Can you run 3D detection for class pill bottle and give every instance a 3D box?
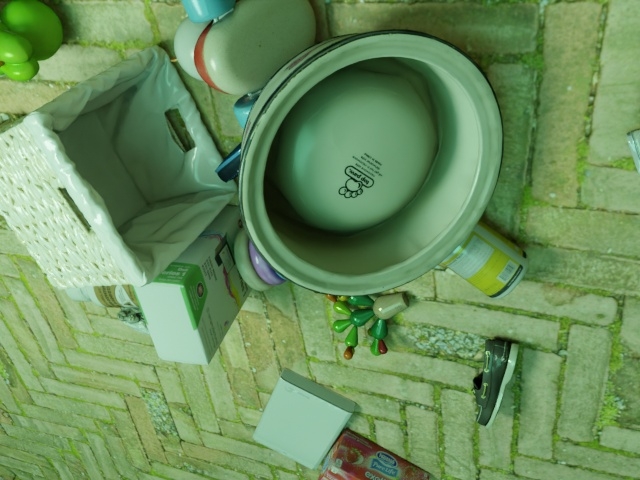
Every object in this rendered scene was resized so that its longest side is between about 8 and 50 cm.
[{"bbox_3d":[0.269,0.015,1.055,0.184,0.103,0.103,35,130,-4],"label":"pill bottle"},{"bbox_3d":[-0.474,0.092,1.387,0.229,0.131,0.131,-2,123,16],"label":"pill bottle"}]

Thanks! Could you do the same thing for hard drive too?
[{"bbox_3d":[-0.052,0.482,1.569,0.203,0.040,0.307,26,130,3],"label":"hard drive"}]

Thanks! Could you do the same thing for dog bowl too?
[{"bbox_3d":[0.063,-0.123,0.903,0.408,0.150,0.408,-10,122,-16],"label":"dog bowl"}]

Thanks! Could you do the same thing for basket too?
[{"bbox_3d":[-0.387,-0.126,1.090,0.266,0.331,0.328,-8,120,34],"label":"basket"}]

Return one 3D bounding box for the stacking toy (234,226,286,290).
[{"bbox_3d":[0.000,0.000,1.145,0.330,0.141,0.141,-15,117,26],"label":"stacking toy"}]

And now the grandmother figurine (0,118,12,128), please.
[{"bbox_3d":[-0.644,-0.101,1.343,0.208,0.104,0.342,7,132,50],"label":"grandmother figurine"}]

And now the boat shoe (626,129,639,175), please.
[{"bbox_3d":[0.501,-0.125,0.903,0.035,0.035,0.100,-17,109,34],"label":"boat shoe"}]

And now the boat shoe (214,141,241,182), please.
[{"bbox_3d":[-0.089,-0.163,1.075,0.258,0.109,0.089,-27,114,37],"label":"boat shoe"}]

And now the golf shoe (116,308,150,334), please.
[{"bbox_3d":[-0.439,0.218,1.535,0.176,0.069,0.086,23,150,9],"label":"golf shoe"}]

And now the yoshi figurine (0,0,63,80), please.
[{"bbox_3d":[-0.630,-0.408,1.113,0.362,0.203,0.203,29,91,19],"label":"yoshi figurine"}]

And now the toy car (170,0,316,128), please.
[{"bbox_3d":[-0.148,-0.327,0.961,0.238,0.210,0.219,21,145,45],"label":"toy car"}]

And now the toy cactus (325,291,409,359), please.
[{"bbox_3d":[0.097,0.157,1.243,0.180,0.112,0.219,-25,103,24],"label":"toy cactus"}]

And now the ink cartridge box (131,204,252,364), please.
[{"bbox_3d":[-0.241,0.080,1.202,0.117,0.278,0.201,3,125,17],"label":"ink cartridge box"}]

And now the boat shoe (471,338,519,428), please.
[{"bbox_3d":[0.356,0.301,1.246,0.069,0.081,0.227,16,121,15],"label":"boat shoe"}]

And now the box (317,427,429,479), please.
[{"bbox_3d":[0.136,0.623,1.538,0.257,0.122,0.128,28,129,2],"label":"box"}]
